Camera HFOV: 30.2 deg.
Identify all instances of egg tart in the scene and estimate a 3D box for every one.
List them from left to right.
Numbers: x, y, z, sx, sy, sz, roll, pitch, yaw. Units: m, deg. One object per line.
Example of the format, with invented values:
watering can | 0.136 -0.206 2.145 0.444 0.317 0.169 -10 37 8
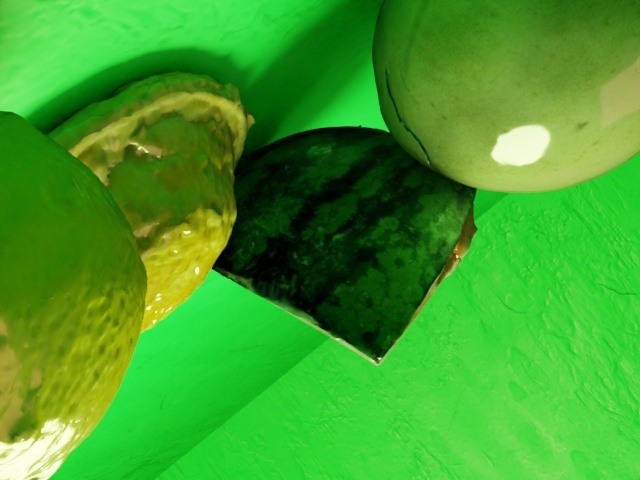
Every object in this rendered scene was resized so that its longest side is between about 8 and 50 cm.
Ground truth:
egg tart | -0.164 -0.006 0.992 0.319 0.128 0.319 -38 168 -9

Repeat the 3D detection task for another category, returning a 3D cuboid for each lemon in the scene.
lemon | -0.219 0.033 0.694 0.233 0.233 0.288 -39 170 4

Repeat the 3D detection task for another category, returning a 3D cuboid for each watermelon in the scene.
watermelon | 0.012 -0.025 1.184 0.222 0.292 0.319 -55 166 0

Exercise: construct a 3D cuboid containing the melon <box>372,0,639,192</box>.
melon | 0.190 -0.175 1.040 0.268 0.268 0.330 -30 178 -37
